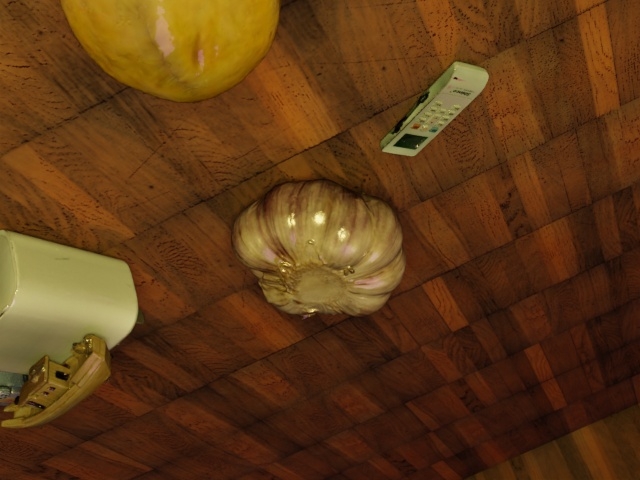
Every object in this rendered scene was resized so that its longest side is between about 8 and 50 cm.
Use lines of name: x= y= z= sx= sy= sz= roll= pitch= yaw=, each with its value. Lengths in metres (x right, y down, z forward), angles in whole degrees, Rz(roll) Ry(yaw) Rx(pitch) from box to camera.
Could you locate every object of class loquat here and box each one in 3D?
loquat: x=-0.132 y=-0.231 z=0.865 sx=0.187 sy=0.176 sz=0.234 roll=-53 pitch=139 yaw=-26

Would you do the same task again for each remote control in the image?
remote control: x=0.147 y=-0.170 z=1.262 sx=0.065 sy=0.029 sz=0.166 roll=4 pitch=146 yaw=-37

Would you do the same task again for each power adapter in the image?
power adapter: x=-0.352 y=0.096 z=1.292 sx=0.187 sy=0.124 sz=0.255 roll=-37 pitch=146 yaw=28

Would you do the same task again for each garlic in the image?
garlic: x=0.000 y=0.000 z=1.326 sx=0.245 sy=0.160 sz=0.245 roll=3 pitch=146 yaw=2

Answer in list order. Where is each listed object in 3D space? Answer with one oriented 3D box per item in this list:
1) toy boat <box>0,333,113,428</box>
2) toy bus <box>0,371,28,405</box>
toy boat: x=-0.349 y=0.188 z=1.262 sx=0.206 sy=0.064 sz=0.072 roll=-37 pitch=131 yaw=27
toy bus: x=-0.462 y=0.222 z=1.479 sx=0.190 sy=0.064 sz=0.075 roll=13 pitch=141 yaw=-43
